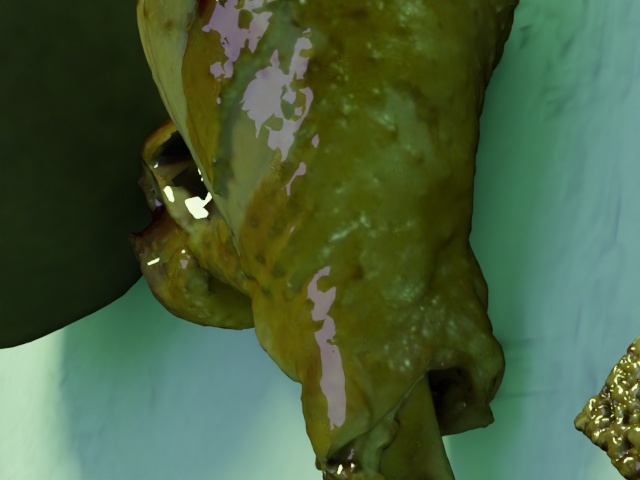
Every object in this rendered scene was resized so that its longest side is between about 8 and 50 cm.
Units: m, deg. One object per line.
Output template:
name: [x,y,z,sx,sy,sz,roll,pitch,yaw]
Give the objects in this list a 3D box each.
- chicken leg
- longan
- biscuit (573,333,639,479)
chicken leg: [0.000,0.000,0.826,0.295,0.182,0.409,-40,57,49]
longan: [-0.214,-0.080,1.019,0.297,0.297,0.297,-32,47,41]
biscuit: [0.162,0.101,0.610,0.064,0.034,0.199,-57,35,15]
